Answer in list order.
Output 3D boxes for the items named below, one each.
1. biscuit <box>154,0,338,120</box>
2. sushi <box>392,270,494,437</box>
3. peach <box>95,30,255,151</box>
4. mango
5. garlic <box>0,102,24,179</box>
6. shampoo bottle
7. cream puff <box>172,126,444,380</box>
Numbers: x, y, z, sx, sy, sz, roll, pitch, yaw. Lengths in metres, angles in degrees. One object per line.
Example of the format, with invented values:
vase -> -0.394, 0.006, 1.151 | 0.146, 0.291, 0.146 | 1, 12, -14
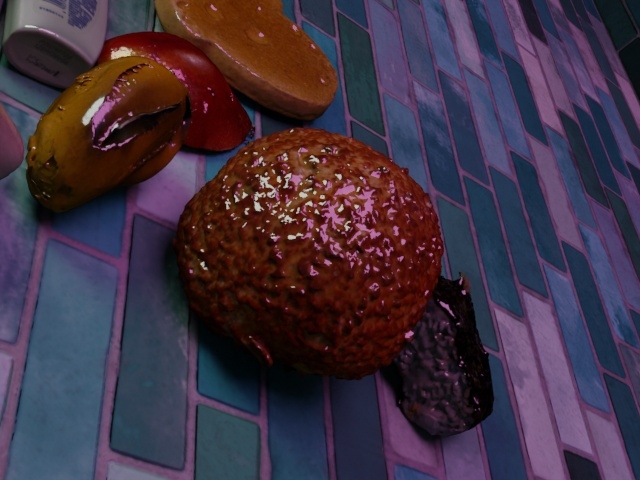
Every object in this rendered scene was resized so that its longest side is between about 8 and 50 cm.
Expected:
biscuit -> -0.119, -0.336, 1.481 | 0.343, 0.057, 0.287 | 27, 40, -30
sushi -> 0.157, 0.161, 1.257 | 0.115, 0.147, 0.213 | -22, 92, -62
peach -> -0.182, -0.211, 1.279 | 0.279, 0.068, 0.189 | 12, 51, -43
mango -> -0.244, -0.120, 1.051 | 0.249, 0.151, 0.156 | -60, 148, -47
garlic -> -0.395, -0.140, 0.909 | 0.142, 0.178, 0.229 | -33, 62, -26
shampoo bottle -> -0.345, -0.353, 1.218 | 0.134, 0.078, 0.360 | 26, 40, -37
cream puff -> 0.003, 0.004, 1.101 | 0.350, 0.229, 0.351 | 11, 60, -20
